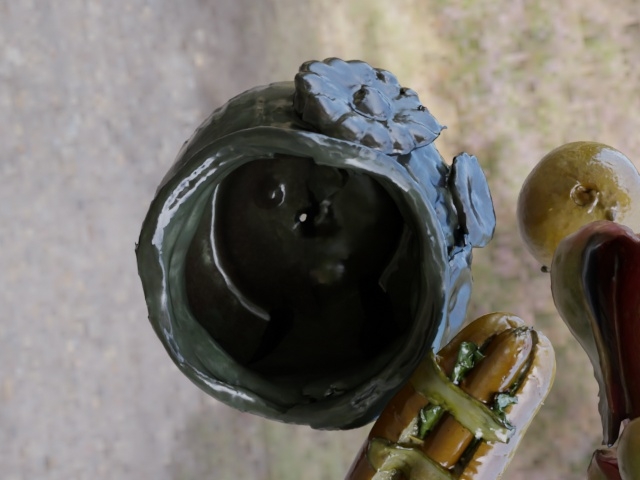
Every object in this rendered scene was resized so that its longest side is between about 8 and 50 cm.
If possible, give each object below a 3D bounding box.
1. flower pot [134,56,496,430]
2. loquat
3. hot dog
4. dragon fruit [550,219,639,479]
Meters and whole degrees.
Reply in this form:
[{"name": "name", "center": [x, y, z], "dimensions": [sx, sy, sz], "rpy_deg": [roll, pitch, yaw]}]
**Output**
[{"name": "flower pot", "center": [0.000, 0.000, 1.621], "dimensions": [0.213, 0.301, 0.302], "rpy_deg": [-79, 156, -71]}, {"name": "loquat", "center": [0.260, -0.026, 1.881], "dimensions": [0.141, 0.141, 0.141], "rpy_deg": [-8, 90, -71]}, {"name": "hot dog", "center": [0.100, 0.160, 1.527], "dimensions": [0.269, 0.109, 0.072], "rpy_deg": [-59, 179, 28]}, {"name": "dragon fruit", "center": [0.237, 0.032, 0.838], "dimensions": [0.307, 0.243, 0.227], "rpy_deg": [-51, 161, -12]}]
